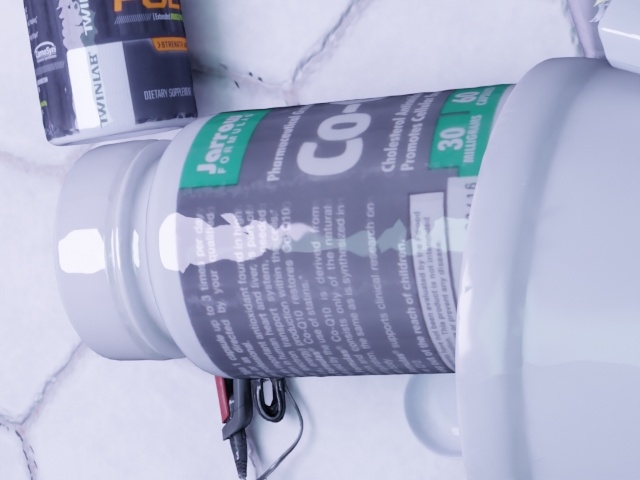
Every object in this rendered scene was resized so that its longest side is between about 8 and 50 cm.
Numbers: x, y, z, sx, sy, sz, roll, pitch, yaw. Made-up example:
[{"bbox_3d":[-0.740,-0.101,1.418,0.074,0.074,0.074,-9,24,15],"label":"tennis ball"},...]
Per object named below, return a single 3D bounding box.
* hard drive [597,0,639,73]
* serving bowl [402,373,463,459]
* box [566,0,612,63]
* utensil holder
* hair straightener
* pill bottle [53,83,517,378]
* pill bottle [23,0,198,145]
[{"bbox_3d":[0.357,-0.144,0.774,0.353,0.047,0.233,23,67,37],"label":"hard drive"},{"bbox_3d":[0.108,0.130,1.168,0.083,0.027,0.083,4,98,28],"label":"serving bowl"},{"bbox_3d":[0.242,-0.254,1.022,0.183,0.056,0.231,-19,87,30],"label":"box"},{"bbox_3d":[0.318,0.055,0.877,0.385,0.327,0.328,3,99,26],"label":"utensil holder"},{"bbox_3d":[-0.059,0.093,1.243,0.089,0.047,0.230,-6,88,29],"label":"hair straightener"},{"bbox_3d":[0.000,0.000,1.089,0.361,0.204,0.204,-4,95,22],"label":"pill bottle"},{"bbox_3d":[-0.184,-0.208,1.226,0.130,0.130,0.246,-8,94,30],"label":"pill bottle"}]
